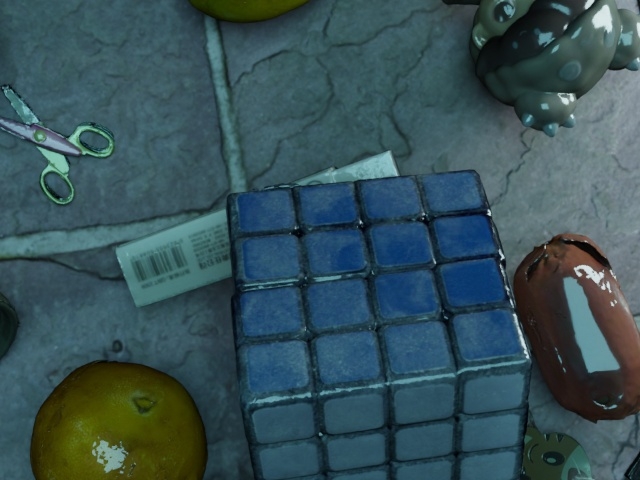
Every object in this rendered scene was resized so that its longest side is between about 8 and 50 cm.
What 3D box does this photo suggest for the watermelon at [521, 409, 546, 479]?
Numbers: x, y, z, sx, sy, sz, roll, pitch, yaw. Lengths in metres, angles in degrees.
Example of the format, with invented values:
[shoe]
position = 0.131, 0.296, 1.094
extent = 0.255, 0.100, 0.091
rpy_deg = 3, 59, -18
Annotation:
[watermelon]
position = 0.261, 0.299, 1.755
extent = 0.187, 0.071, 0.139
rpy_deg = 27, 79, -1

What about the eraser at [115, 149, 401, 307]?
[eraser]
position = -0.077, -0.018, 1.691
extent = 0.403, 0.096, 0.098
rpy_deg = -19, 93, 7

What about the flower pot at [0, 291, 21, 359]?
[flower pot]
position = -0.542, 0.110, 1.648
extent = 0.235, 0.235, 0.140
rpy_deg = -37, 67, -7

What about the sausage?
[sausage]
position = 0.375, 0.128, 1.737
extent = 0.152, 0.152, 0.280
rpy_deg = -22, 85, -6

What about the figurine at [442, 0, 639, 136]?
[figurine]
position = 0.277, -0.335, 1.760
extent = 0.248, 0.203, 0.380
rpy_deg = -41, 78, -14

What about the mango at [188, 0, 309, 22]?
[mango]
position = -0.060, -0.470, 1.738
extent = 0.253, 0.182, 0.365
rpy_deg = 39, 82, -1

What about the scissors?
[scissors]
position = -0.403, -0.151, 1.762
extent = 0.187, 0.020, 0.133
rpy_deg = 37, 80, -2

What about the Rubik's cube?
[Rubik's cube]
position = 0.062, 0.149, 1.556
extent = 0.344, 0.344, 0.337
rpy_deg = -7, 48, -2

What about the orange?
[orange]
position = -0.269, 0.280, 1.627
extent = 0.240, 0.240, 0.240
rpy_deg = 0, 85, -5

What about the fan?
[fan]
position = 0.367, 0.351, 1.744
extent = 0.226, 0.008, 0.153
rpy_deg = 9, 77, -16

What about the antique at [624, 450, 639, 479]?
[antique]
position = 0.517, 0.279, 1.801
extent = 0.031, 0.015, 0.192
rpy_deg = 37, 82, -1
